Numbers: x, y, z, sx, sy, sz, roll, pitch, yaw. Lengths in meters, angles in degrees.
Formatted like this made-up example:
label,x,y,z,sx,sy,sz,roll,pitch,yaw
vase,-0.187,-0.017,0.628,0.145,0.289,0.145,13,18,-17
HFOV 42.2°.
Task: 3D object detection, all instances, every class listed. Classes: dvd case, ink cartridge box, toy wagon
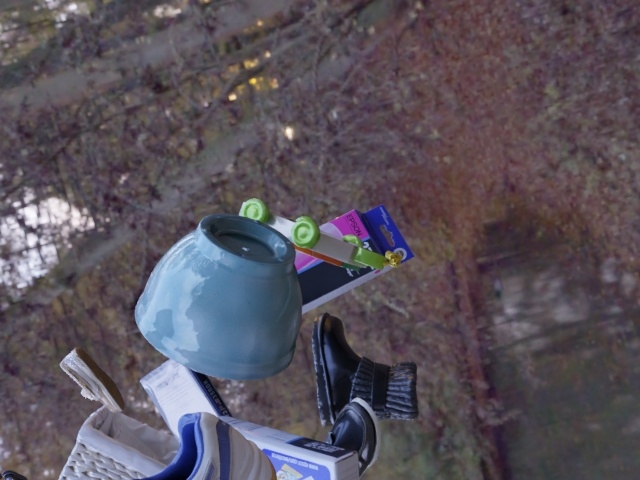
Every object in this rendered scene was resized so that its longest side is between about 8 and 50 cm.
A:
label,x,y,z,sx,sy,sz,roll,pitch,yaw
dvd case,-0.218,0.321,1.483,0.179,0.029,0.239,-36,86,48
ink cartridge box,-0.062,0.445,1.258,0.303,0.072,0.307,2,98,44
ink cartridge box,-0.432,0.474,1.877,0.115,0.029,0.063,48,-159,-21
toy wagon,0.000,0.000,1.689,0.267,0.344,0.068,16,-84,-66
ink cartridge box,0.040,0.044,2.124,0.176,0.371,0.069,61,170,21

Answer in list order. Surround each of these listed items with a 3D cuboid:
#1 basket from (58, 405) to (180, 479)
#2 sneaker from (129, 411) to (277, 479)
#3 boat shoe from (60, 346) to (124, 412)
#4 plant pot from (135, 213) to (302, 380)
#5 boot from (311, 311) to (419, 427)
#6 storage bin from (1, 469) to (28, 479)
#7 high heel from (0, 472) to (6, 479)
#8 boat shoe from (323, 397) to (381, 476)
label,x,y,z,sx,sy,sz,roll,pitch,yaw
basket,-0.439,0.586,1.930,0.266,0.331,0.328,-64,4,-5
sneaker,-0.176,0.306,0.829,0.131,0.296,0.112,50,148,-21
boat shoe,-0.482,0.303,1.750,0.170,0.059,0.063,55,-177,-15
plant pot,-0.153,0.075,1.443,0.293,0.293,0.196,-105,34,-63
boot,0.121,0.328,2.178,0.131,0.260,0.348,71,-170,-51
storage bin,-0.822,0.685,2.173,0.091,0.135,0.098,16,157,49
high heel,-0.718,0.546,1.921,0.186,0.093,0.261,-47,-42,-53
boat shoe,0.032,0.345,1.314,0.084,0.079,0.233,41,131,27
